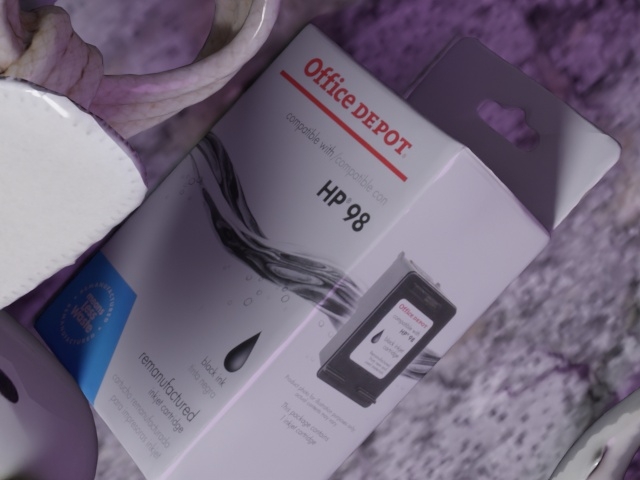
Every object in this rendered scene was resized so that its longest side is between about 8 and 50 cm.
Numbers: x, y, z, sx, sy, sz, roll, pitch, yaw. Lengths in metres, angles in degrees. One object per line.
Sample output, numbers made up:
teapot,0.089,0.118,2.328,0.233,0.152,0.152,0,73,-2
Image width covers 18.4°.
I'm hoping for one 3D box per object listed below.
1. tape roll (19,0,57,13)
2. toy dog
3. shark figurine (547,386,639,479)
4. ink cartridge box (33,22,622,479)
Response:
tape roll,-0.149,-0.134,0.493,0.219,0.072,0.219,-17,126,-25
toy dog,-0.132,-0.014,0.423,0.334,0.161,0.220,27,102,-41
shark figurine,0.130,0.151,0.866,0.116,0.166,0.278,-6,106,-60
ink cartridge box,0.000,0.000,0.656,0.180,0.104,0.060,-48,131,1
